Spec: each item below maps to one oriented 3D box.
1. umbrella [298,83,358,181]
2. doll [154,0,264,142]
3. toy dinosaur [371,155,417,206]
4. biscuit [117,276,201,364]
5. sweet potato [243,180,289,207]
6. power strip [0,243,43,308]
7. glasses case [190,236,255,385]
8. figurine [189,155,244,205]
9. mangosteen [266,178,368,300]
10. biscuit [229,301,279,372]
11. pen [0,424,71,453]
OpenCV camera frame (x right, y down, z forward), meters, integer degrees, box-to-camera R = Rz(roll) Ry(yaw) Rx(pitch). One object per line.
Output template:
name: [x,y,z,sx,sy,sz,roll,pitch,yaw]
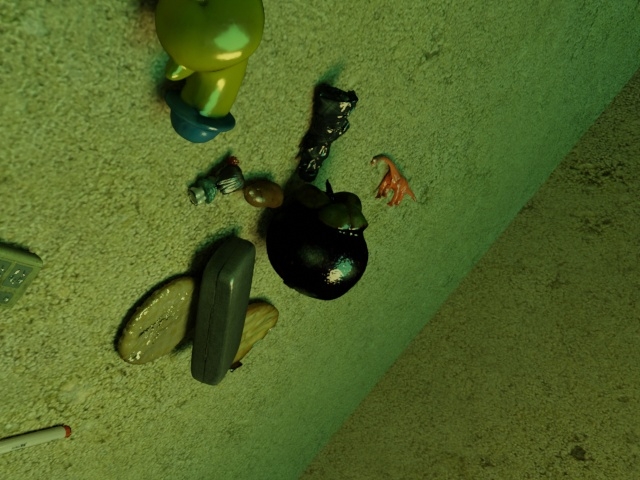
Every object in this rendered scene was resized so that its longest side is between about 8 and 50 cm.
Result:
umbrella: [0.008,-0.204,1.665,0.071,0.080,0.224,-81,-170,-46]
doll: [-0.141,-0.270,1.172,0.199,0.145,0.363,-45,165,-27]
toy dinosaur: [0.174,-0.138,2.106,0.101,0.055,0.279,-63,155,5]
biscuit: [-0.302,0.157,1.663,0.220,0.033,0.220,-42,157,-23]
sweet potato: [-0.097,-0.087,1.661,0.056,0.056,0.195,-54,164,8]
power strip: [-0.474,0.036,1.135,0.092,0.034,0.268,-52,158,3]
glasses case: [-0.196,0.147,1.731,0.131,0.074,0.323,-57,164,-51]
figurine: [-0.179,-0.100,1.490,0.106,0.047,0.060,-32,116,-25]
mangosteen: [0.000,0.000,1.758,0.243,0.243,0.243,-41,156,-23]
biscuit: [-0.184,0.217,1.984,0.260,0.041,0.203,-22,141,-52]
pen: [-0.530,0.360,1.545,0.026,0.026,0.218,-57,157,14]
